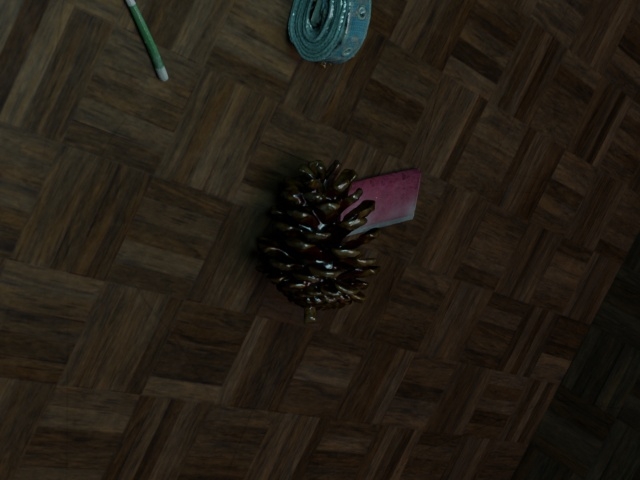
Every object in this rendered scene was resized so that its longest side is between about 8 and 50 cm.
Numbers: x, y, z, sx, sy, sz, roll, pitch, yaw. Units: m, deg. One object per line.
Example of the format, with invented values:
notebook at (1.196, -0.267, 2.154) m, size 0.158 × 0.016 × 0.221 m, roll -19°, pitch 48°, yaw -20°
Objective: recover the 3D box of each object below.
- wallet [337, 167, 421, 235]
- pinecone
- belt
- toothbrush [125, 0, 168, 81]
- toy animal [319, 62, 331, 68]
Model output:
wallet at (0.119, -0.080, 2.292) m, size 0.232 × 0.025 × 0.119 m, roll -14°, pitch 124°, yaw -42°
pinecone at (0.000, 0.000, 2.063) m, size 0.244 × 0.244 × 0.309 m, roll 3°, pitch 100°, yaw -48°
belt at (0.021, -0.387, 1.900) m, size 0.082 × 0.147 × 0.163 m, roll -6°, pitch 146°, yaw -49°
toothbrush at (-0.282, -0.346, 1.693) m, size 0.024 × 0.018 × 0.257 m, roll -46°, pitch 139°, yaw -26°
toy animal at (0.025, -0.354, 2.001) m, size 0.083 × 0.060 × 0.081 m, roll -45°, pitch 103°, yaw -18°
